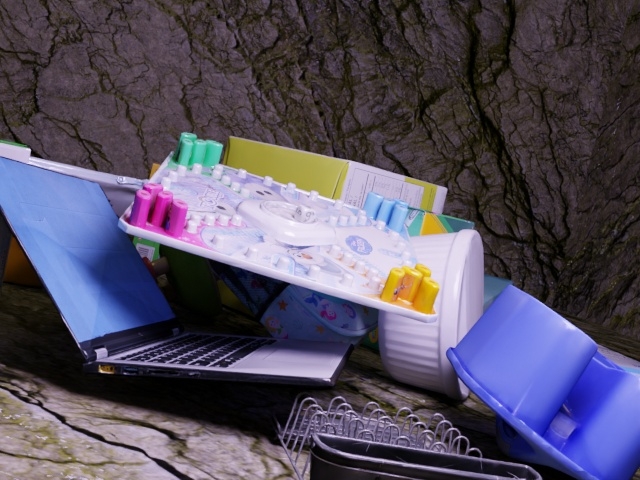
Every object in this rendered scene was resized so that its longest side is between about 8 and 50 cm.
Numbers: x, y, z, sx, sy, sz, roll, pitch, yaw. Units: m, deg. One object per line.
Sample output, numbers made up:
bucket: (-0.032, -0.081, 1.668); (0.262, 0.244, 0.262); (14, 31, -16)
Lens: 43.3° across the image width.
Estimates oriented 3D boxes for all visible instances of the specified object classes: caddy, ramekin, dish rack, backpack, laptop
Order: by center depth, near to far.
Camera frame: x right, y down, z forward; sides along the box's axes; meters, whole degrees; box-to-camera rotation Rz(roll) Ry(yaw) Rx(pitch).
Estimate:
dish rack: (0.061, 0.204, 0.791); (0.208, 0.074, 0.271); (14, 3, -14)
caddy: (0.284, 0.196, 1.015); (0.241, 0.179, 0.341); (38, 4, 1)
laptop: (-0.164, 0.033, 1.015); (0.408, 0.236, 0.382); (3, -1, 6)
ramekin: (0.179, 0.113, 1.285); (0.127, 0.272, 0.273); (3, 0, 19)
backpack: (-0.016, 0.073, 1.302); (0.253, 0.191, 0.225); (52, 26, 14)

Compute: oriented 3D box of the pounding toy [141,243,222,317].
pounding toy: (-0.265, 0.057, 1.401); (0.110, 0.183, 0.237); (-22, 20, -19)

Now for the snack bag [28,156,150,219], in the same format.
snack bag: (-0.532, -0.062, 1.502); (0.323, 0.037, 0.342); (12, -34, -35)

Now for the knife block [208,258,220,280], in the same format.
knife block: (-0.172, -0.001, 1.388); (0.088, 0.275, 0.242); (-22, 33, -18)

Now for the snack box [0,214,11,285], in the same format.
snack box: (-0.462, 0.019, 0.892); (0.207, 0.174, 0.070); (15, 7, 0)

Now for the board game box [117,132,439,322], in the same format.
board game box: (-0.042, -0.037, 1.105); (0.390, 0.050, 0.390); (17, 18, -6)

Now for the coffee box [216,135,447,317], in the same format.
coffee box: (0.000, 0.000, 1.640); (0.338, 0.338, 0.334); (17, 6, 41)

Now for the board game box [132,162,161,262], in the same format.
board game box: (-0.369, -0.057, 1.934); (0.064, 0.242, 0.316); (15, 4, -1)

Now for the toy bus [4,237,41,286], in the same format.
toy bus: (-0.613, -0.013, 1.346); (0.333, 0.108, 0.130); (13, 4, -6)

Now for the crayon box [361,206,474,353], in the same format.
crayon box: (0.189, 0.082, 1.546); (0.165, 0.278, 0.081); (10, 4, -45)

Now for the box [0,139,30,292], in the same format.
box: (-0.557, -0.047, 1.107); (0.262, 0.231, 0.127); (13, 3, -23)

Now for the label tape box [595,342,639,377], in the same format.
label tape box: (0.451, 0.242, 1.384); (0.249, 0.115, 0.348); (13, 2, -16)

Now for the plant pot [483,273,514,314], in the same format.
plant pot: (0.302, 0.164, 1.757); (0.165, 0.165, 0.234); (15, 12, 22)
